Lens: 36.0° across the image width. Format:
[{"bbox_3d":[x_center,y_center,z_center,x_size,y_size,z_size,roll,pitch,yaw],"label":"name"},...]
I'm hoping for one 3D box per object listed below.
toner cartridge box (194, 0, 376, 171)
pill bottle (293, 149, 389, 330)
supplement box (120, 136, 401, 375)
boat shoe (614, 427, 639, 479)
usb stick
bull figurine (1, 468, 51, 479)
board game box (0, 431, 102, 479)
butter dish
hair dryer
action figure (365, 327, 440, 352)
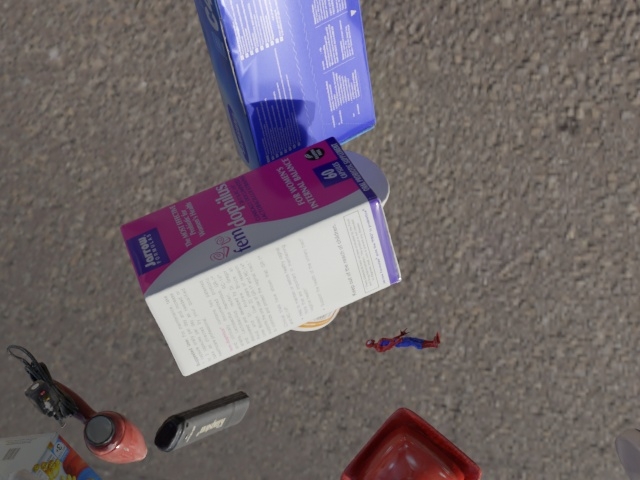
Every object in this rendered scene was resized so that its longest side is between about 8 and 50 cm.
[{"bbox_3d":[-0.042,-0.237,1.084,0.165,0.075,0.347,-28,139,-15],"label":"toner cartridge box"},{"bbox_3d":[0.000,0.000,1.161,0.121,0.121,0.216,20,134,-7],"label":"pill bottle"},{"bbox_3d":[-0.055,0.013,0.906,0.220,0.111,0.114,-25,132,-7],"label":"supplement box"},{"bbox_3d":[0.629,0.400,1.536,0.340,0.158,0.127,50,162,22],"label":"boat shoe"},{"bbox_3d":[-0.207,0.323,1.772,0.045,0.278,0.077,40,104,16],"label":"usb stick"},{"bbox_3d":[-0.135,0.260,0.451,0.189,0.310,0.101,18,173,21],"label":"bull figurine"},{"bbox_3d":[-0.374,0.421,1.410,0.144,0.142,0.275,-13,124,34],"label":"board game box"},{"bbox_3d":[0.125,0.347,1.400,0.160,0.118,0.160,40,95,5],"label":"butter dish"},{"bbox_3d":[-0.383,0.278,1.633,0.080,0.224,0.293,-43,118,-7],"label":"hair dryer"},{"bbox_3d":[0.126,0.157,1.529,0.115,0.038,0.030,-9,103,18],"label":"action figure"}]
